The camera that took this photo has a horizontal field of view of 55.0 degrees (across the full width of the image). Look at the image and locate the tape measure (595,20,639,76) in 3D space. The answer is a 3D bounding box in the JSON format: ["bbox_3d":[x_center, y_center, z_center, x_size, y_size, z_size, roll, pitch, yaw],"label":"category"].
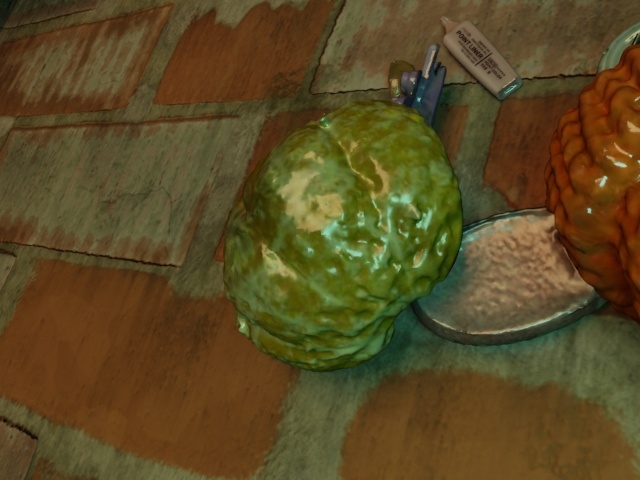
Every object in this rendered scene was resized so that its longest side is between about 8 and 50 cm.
[{"bbox_3d":[0.447,-0.270,0.736,0.164,0.084,0.330,20,80,34],"label":"tape measure"}]

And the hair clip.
[{"bbox_3d":[0.125,-0.140,0.858,0.091,0.137,0.278,0,74,19],"label":"hair clip"}]

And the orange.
[{"bbox_3d":[0.000,0.000,0.739,0.368,0.211,0.271,-57,46,23],"label":"orange"}]

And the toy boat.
[{"bbox_3d":[0.220,0.050,0.737,0.228,0.085,0.155,-18,66,12],"label":"toy boat"}]

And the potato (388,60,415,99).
[{"bbox_3d":[0.128,-0.257,0.969,0.037,0.036,0.093,-13,59,31],"label":"potato"}]

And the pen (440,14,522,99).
[{"bbox_3d":[0.230,-0.284,0.920,0.053,0.032,0.197,-38,53,12],"label":"pen"}]

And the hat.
[{"bbox_3d":[0.322,0.030,0.484,0.286,0.285,0.400,-12,38,28],"label":"hat"}]
